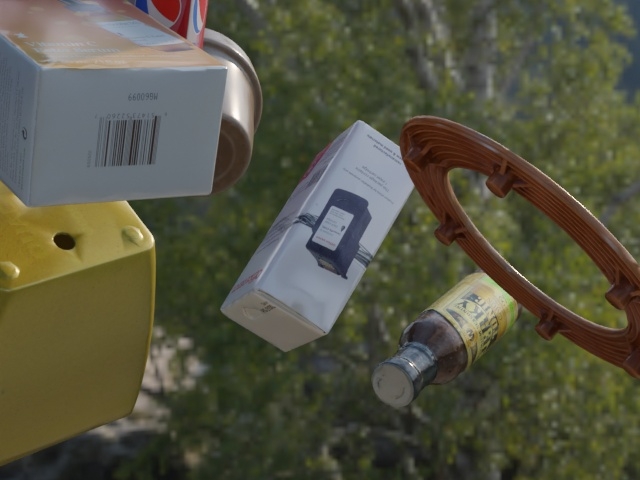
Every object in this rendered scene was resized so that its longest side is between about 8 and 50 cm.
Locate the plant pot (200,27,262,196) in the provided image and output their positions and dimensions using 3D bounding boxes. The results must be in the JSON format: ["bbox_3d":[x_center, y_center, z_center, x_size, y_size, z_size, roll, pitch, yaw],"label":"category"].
[{"bbox_3d":[-0.203,-0.182,2.344,0.263,0.263,0.229,-5,31,-15],"label":"plant pot"}]

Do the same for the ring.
[{"bbox_3d":[0.193,0.015,1.362,0.032,0.336,0.336,-47,26,-12],"label":"ring"}]

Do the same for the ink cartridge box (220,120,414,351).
[{"bbox_3d":[0.000,0.000,1.700,0.100,0.237,0.172,34,-19,-8],"label":"ink cartridge box"}]

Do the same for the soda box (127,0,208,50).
[{"bbox_3d":[-0.195,-0.251,1.842,0.083,0.263,0.092,9,9,8],"label":"soda box"}]

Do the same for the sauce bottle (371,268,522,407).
[{"bbox_3d":[0.189,0.147,2.189,0.111,0.111,0.344,5,24,31],"label":"sauce bottle"}]

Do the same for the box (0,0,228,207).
[{"bbox_3d":[-0.160,-0.097,0.962,0.130,0.091,0.170,-6,27,-33],"label":"box"}]

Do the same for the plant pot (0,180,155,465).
[{"bbox_3d":[-0.245,0.028,1.114,0.212,0.187,0.212,-18,61,-44],"label":"plant pot"}]
